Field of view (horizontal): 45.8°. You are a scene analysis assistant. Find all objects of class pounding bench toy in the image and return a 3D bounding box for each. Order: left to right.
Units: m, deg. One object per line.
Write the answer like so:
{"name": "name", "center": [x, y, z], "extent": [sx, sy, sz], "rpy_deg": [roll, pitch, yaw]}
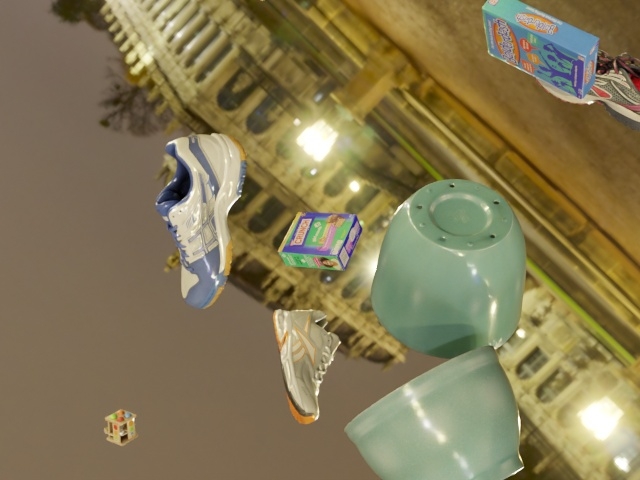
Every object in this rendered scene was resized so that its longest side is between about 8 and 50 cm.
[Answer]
{"name": "pounding bench toy", "center": [-0.481, 0.434, 1.790], "extent": [0.083, 0.065, 0.052], "rpy_deg": [9, -162, 32]}

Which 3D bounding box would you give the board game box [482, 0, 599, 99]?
{"name": "board game box", "center": [0.401, -0.355, 1.388], "extent": [0.210, 0.047, 0.160], "rpy_deg": [35, 176, 24]}

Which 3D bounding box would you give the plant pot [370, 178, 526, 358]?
{"name": "plant pot", "center": [0.242, 0.031, 1.398], "extent": [0.293, 0.293, 0.235], "rpy_deg": [50, 155, 37]}

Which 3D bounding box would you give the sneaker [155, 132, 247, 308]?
{"name": "sneaker", "center": [-0.213, -0.030, 1.227], "extent": [0.131, 0.296, 0.112], "rpy_deg": [-1, -162, -36]}

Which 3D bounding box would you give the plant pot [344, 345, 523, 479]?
{"name": "plant pot", "center": [0.215, 0.334, 1.268], "extent": [0.196, 0.293, 0.293], "rpy_deg": [60, -167, 20]}

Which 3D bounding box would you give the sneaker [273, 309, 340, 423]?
{"name": "sneaker", "center": [-0.017, 0.223, 1.438], "extent": [0.262, 0.121, 0.099], "rpy_deg": [-103, 5, -46]}

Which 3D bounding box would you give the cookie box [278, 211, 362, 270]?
{"name": "cookie box", "center": [0.000, 0.000, 1.207], "extent": [0.107, 0.091, 0.040], "rpy_deg": [3, 139, 28]}

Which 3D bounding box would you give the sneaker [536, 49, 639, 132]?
{"name": "sneaker", "center": [0.556, -0.326, 1.480], "extent": [0.299, 0.121, 0.112], "rpy_deg": [27, 161, 16]}

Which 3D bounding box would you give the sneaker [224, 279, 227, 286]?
{"name": "sneaker", "center": [-0.287, 0.045, 1.815], "extent": [0.087, 0.083, 0.221], "rpy_deg": [32, -165, -36]}
